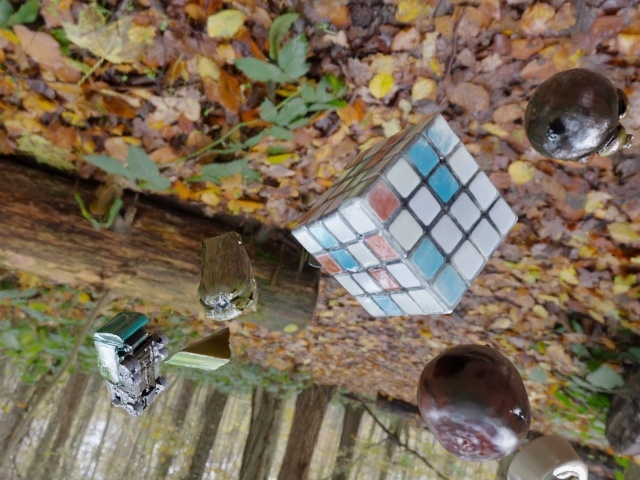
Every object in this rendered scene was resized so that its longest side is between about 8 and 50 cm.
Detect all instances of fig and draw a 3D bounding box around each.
[{"bbox_3d":[0.285,0.254,0.947,0.186,0.249,0.203,-15,122,49],"label":"fig"}]

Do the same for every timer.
[{"bbox_3d":[0.549,0.570,1.127,0.175,0.175,0.266,23,-168,-26],"label":"timer"}]

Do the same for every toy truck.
[{"bbox_3d":[-0.408,0.263,1.148,0.124,0.114,0.253,25,130,16],"label":"toy truck"}]

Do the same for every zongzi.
[{"bbox_3d":[-0.209,0.151,1.324,0.125,0.250,0.274,-15,124,4],"label":"zongzi"}]

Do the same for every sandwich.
[{"bbox_3d":[-0.245,0.207,1.057,0.117,0.074,0.074,20,139,-37],"label":"sandwich"}]

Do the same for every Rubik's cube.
[{"bbox_3d":[0.150,-0.033,0.982,0.256,0.259,0.253,48,155,-13],"label":"Rubik's cube"}]

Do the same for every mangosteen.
[{"bbox_3d":[0.581,-0.262,1.176,0.250,0.211,0.211,21,163,-10],"label":"mangosteen"}]

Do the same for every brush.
[{"bbox_3d":[0.000,0.000,1.902,0.063,0.193,0.016,15,-173,27],"label":"brush"}]
